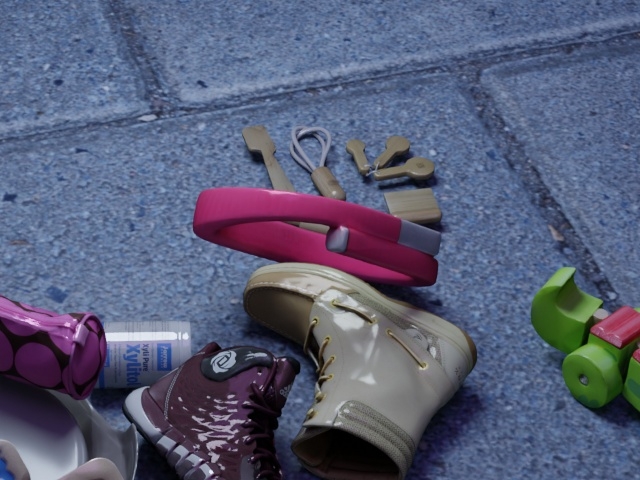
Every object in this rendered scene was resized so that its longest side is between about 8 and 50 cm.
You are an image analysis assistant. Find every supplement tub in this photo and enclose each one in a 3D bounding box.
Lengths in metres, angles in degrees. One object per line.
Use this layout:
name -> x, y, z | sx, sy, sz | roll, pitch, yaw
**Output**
supplement tub -> -0.188, 0.118, 1.871 | 0.107, 0.071, 0.071 | -2, 43, -5

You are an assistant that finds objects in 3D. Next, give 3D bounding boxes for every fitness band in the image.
fitness band -> 0.000, 0.000, 1.894 | 0.209, 0.291, 0.054 | 1, 78, 42

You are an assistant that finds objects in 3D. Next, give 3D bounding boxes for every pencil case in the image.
pencil case -> -0.310, 0.081, 1.733 | 0.209, 0.098, 0.095 | 16, 44, 12

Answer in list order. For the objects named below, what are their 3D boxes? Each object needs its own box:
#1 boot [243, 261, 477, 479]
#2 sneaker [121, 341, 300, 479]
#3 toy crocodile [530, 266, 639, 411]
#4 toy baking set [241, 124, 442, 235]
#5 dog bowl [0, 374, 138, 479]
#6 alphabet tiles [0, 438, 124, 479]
boot -> 0.006, 0.137, 1.854 | 0.262, 0.095, 0.203 | 22, 47, 15
sneaker -> -0.060, 0.192, 1.737 | 0.162, 0.106, 0.281 | -43, 56, -7
toy crocodile -> 0.360, 0.147, 1.858 | 0.115, 0.105, 0.340 | -30, 53, -31
toy baking set -> 0.020, -0.065, 2.121 | 0.256, 0.030, 0.197 | 10, 40, 6
dog bowl -> -0.345, 0.235, 1.710 | 0.348, 0.102, 0.349 | 2, 43, -2
alphabet tiles -> -0.262, 0.323, 1.552 | 0.278, 0.021, 0.284 | -30, 90, -20
